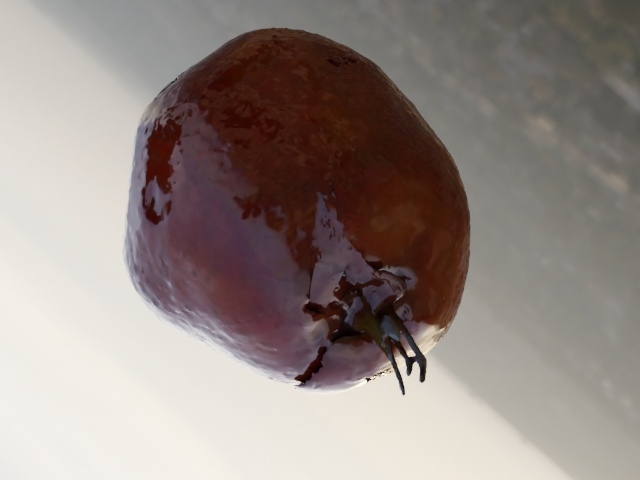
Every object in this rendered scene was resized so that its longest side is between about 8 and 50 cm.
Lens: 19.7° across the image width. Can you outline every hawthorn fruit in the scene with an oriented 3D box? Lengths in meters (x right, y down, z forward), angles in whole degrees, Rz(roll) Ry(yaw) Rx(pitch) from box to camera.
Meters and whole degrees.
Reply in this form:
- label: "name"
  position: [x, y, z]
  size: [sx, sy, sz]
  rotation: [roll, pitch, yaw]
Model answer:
- label: "hawthorn fruit"
  position: [0.000, 0.000, 1.117]
  size: [0.211, 0.211, 0.299]
  rotation: [44, -179, -40]
